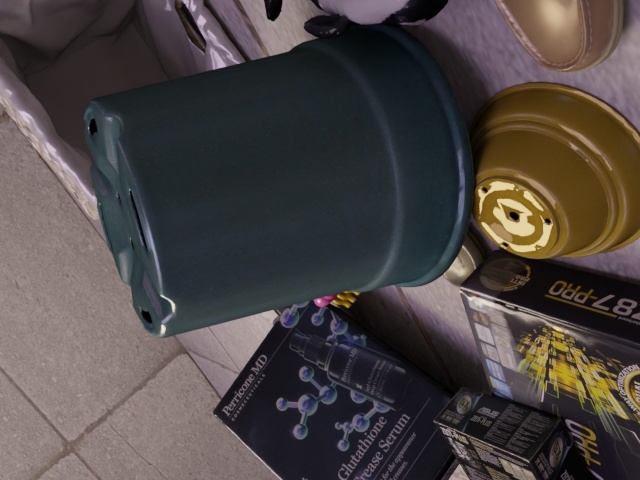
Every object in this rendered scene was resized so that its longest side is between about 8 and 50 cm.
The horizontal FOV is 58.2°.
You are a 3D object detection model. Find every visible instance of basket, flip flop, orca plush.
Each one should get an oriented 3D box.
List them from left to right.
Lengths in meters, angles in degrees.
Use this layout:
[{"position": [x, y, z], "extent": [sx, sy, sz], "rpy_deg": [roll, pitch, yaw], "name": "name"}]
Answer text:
[{"position": [-0.332, -0.254, 0.948], "extent": [0.328, 0.331, 0.266], "rpy_deg": [54, 159, -9], "name": "basket"}, {"position": [0.041, -0.256, 0.615], "extent": [0.287, 0.151, 0.102], "rpy_deg": [11, 166, 47], "name": "orca plush"}, {"position": [0.116, -0.034, 0.804], "extent": [0.277, 0.080, 0.112], "rpy_deg": [50, 154, 4], "name": "flip flop"}]

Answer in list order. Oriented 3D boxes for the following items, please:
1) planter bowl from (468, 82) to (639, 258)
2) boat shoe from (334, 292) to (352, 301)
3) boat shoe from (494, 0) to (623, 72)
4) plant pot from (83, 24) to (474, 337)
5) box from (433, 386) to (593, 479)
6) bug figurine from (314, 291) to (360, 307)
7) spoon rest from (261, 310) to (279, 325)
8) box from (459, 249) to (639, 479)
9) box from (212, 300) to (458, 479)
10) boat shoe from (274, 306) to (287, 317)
[{"position": [0.226, -0.048, 0.611], "extent": [0.217, 0.090, 0.217], "rpy_deg": [37, 150, 25], "name": "planter bowl"}, {"position": [-0.011, 0.050, 1.132], "extent": [0.083, 0.065, 0.183], "rpy_deg": [6, 131, 54], "name": "boat shoe"}, {"position": [0.139, -0.259, 0.455], "extent": [0.109, 0.098, 0.302], "rpy_deg": [-2, 124, 58], "name": "boat shoe"}, {"position": [-0.068, -0.062, 0.664], "extent": [0.341, 0.333, 0.341], "rpy_deg": [39, 137, 48], "name": "plant pot"}, {"position": [0.273, 0.305, 0.815], "extent": [0.147, 0.077, 0.180], "rpy_deg": [58, 155, -17], "name": "box"}, {"position": [0.000, 0.000, 0.988], "extent": [0.279, 0.072, 0.216], "rpy_deg": [38, 123, 19], "name": "bug figurine"}, {"position": [-0.101, 0.128, 1.354], "extent": [0.137, 0.084, 0.276], "rpy_deg": [37, 152, 23], "name": "spoon rest"}, {"position": [0.369, 0.217, 0.733], "extent": [0.318, 0.097, 0.395], "rpy_deg": [22, 143, 49], "name": "box"}, {"position": [0.058, 0.327, 1.072], "extent": [0.395, 0.294, 0.212], "rpy_deg": [33, 177, 27], "name": "box"}, {"position": [-0.126, 0.048, 1.187], "extent": [0.127, 0.113, 0.340], "rpy_deg": [-13, 104, 39], "name": "boat shoe"}]
